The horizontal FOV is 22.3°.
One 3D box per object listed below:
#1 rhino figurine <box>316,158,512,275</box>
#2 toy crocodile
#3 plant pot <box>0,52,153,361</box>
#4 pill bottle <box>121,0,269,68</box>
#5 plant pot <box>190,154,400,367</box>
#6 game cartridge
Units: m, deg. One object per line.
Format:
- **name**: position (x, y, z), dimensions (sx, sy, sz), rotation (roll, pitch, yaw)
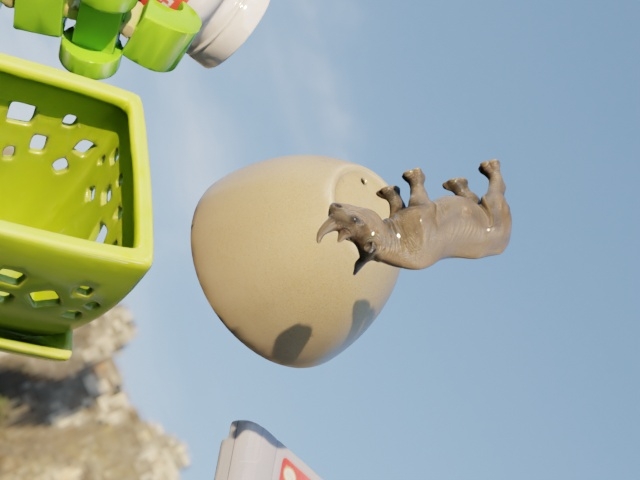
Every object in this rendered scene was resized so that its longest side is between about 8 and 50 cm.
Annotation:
- **rhino figurine**: position (0.104, -0.019, 1.748), dimensions (0.073, 0.243, 0.106), rotation (-48, -124, 56)
- **toy crocodile**: position (-0.288, -0.253, 1.648), dimensions (0.105, 0.340, 0.115), rotation (-83, -169, -50)
- **plant pot**: position (-0.301, -0.024, 1.522), dimensions (0.207, 0.227, 0.228), rotation (-53, -147, 41)
- **pill bottle**: position (-0.215, -0.338, 1.830), dimensions (0.323, 0.181, 0.181), rotation (37, -13, -23)
- **plant pot**: position (0.000, 0.000, 2.109), dimensions (0.191, 0.284, 0.284), rotation (-33, -99, 41)
- **game cartridge**: position (-0.048, 0.386, 2.127), dimensions (0.060, 0.196, 0.294), rotation (-7, -36, 31)
